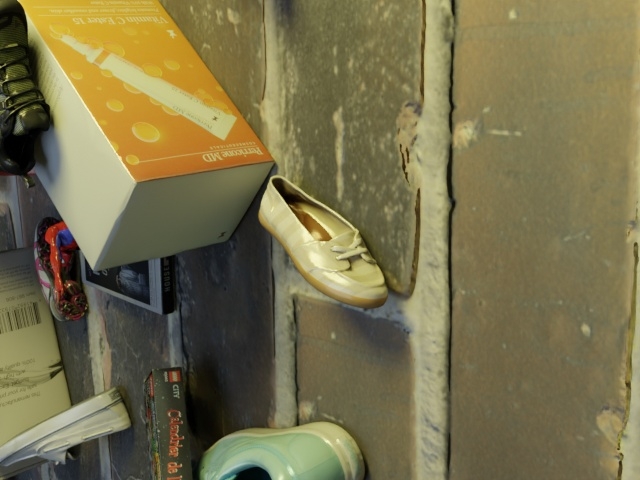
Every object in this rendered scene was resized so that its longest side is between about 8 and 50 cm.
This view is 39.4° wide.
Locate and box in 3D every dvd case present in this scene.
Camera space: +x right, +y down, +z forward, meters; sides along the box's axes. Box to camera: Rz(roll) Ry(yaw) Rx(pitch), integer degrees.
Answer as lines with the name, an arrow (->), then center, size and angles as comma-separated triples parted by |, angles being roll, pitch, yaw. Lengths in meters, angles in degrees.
dvd case -> -0.311, 0.005, 1.406 | 0.239, 0.030, 0.179 | 13, 110, 44

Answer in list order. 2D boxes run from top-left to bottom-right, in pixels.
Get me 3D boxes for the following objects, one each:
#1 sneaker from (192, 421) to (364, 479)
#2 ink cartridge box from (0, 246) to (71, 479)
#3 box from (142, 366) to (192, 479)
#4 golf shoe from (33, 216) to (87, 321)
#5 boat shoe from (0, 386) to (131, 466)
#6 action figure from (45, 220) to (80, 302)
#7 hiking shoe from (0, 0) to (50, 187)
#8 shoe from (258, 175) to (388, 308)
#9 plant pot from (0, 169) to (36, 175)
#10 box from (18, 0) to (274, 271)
sneaker -> -0.110, 0.326, 1.191 | 0.366, 0.150, 0.135 | -34, 75, 46
ink cartridge box -> -0.637, 0.233, 1.623 | 0.166, 0.286, 0.394 | -5, 97, 49
box -> -0.223, 0.312, 1.303 | 0.159, 0.044, 0.232 | 131, 133, -66
golf shoe -> -0.467, 0.052, 1.555 | 0.086, 0.068, 0.186 | -6, 96, 49
boat shoe -> -0.444, 0.340, 1.523 | 0.258, 0.095, 0.084 | -27, 90, 14
action figure -> -0.337, -0.011, 1.337 | 0.280, 0.092, 0.139 | -42, 60, 43
hiking shoe -> -0.362, -0.179, 1.068 | 0.114, 0.086, 0.226 | 28, 126, 23
shoe -> 0.000, 0.000, 1.040 | 0.219, 0.077, 0.058 | 42, 133, 34
plant pot -> -0.530, -0.241, 1.419 | 0.273, 0.273, 0.264 | 0, 92, 47
box -> -0.258, -0.158, 1.167 | 0.345, 0.215, 0.168 | 54, 133, 21
